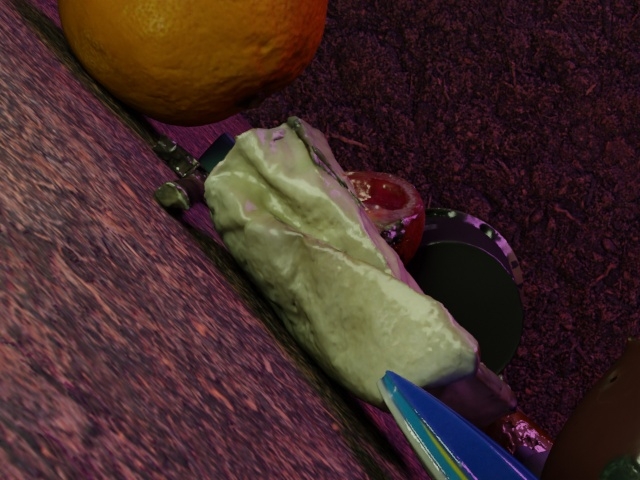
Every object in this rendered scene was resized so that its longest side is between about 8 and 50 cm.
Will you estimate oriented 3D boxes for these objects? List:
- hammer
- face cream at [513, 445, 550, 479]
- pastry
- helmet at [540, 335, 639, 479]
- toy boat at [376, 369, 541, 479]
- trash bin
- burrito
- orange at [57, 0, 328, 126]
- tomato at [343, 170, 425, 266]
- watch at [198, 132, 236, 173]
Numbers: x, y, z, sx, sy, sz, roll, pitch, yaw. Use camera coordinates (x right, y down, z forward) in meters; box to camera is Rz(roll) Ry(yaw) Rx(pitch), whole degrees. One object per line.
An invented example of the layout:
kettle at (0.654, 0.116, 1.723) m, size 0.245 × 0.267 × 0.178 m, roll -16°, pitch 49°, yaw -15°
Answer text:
hammer at (-0.127, -0.050, 1.339) m, size 0.125 × 0.027 × 0.297 m, roll 47°, pitch 4°, yaw -5°
face cream at (0.319, 0.347, 1.640) m, size 0.092 × 0.092 × 0.311 m, roll 43°, pitch 6°, yaw -43°
pastry at (0.266, 0.277, 1.862) m, size 0.153 × 0.081 × 0.153 m, roll 44°, pitch 8°, yaw -8°
helmet at (0.346, 0.302, 1.363) m, size 0.385 × 0.230 × 0.337 m, roll 53°, pitch -3°, yaw -37°
toy boat at (0.135, 0.209, 1.014) m, size 0.295 × 0.088 × 0.129 m, roll 50°, pitch 5°, yaw 23°
trash bin at (0.147, 0.071, 1.681) m, size 0.214 × 0.214 × 0.334 m, roll 46°, pitch 4°, yaw -5°
burrito at (0.031, 0.048, 1.214) m, size 0.332 × 0.135 × 0.190 m, roll 51°, pitch -6°, yaw 32°
orange at (-0.140, -0.277, 1.536) m, size 0.312 × 0.312 × 0.312 m, roll 46°, pitch 4°, yaw -4°
tomato at (0.017, 0.004, 1.503) m, size 0.173 × 0.189 × 0.099 m, roll 19°, pitch -52°, yaw 39°
watch at (-0.070, -0.056, 1.730) m, size 0.195 × 0.068 × 0.237 m, roll 46°, pitch 3°, yaw 1°
